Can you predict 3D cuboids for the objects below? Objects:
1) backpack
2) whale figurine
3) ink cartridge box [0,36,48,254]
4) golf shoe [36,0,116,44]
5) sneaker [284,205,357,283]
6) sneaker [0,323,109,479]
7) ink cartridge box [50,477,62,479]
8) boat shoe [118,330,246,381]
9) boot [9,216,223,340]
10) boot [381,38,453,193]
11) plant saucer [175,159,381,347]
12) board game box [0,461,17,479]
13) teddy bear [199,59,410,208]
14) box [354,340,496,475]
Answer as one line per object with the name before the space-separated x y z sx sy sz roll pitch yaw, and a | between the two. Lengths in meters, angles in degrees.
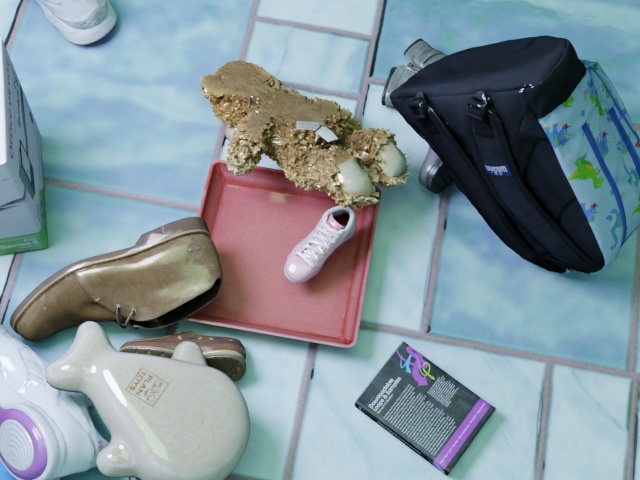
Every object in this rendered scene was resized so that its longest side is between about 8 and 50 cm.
backpack | 0.311 -0.110 1.523 0.273 0.290 0.355 -39 113 -29
whale figurine | -0.227 0.224 1.441 0.272 0.141 0.216 32 57 0
ink cartridge box | -0.464 -0.123 1.526 0.115 0.273 0.198 -7 67 -5
golf shoe | -0.450 -0.441 1.743 0.306 0.140 0.115 36 71 14
sneaker | 0.000 0.000 1.549 0.051 0.070 0.134 43 72 13
sneaker | -0.398 0.211 1.485 0.305 0.152 0.114 46 114 33
ink cartridge box | -0.452 0.446 1.389 0.333 0.065 0.165 -23 69 -13
boat shoe | -0.191 0.160 1.533 0.178 0.064 0.060 3 35 -2
boot | -0.280 0.081 1.514 0.305 0.112 0.115 -25 70 1
boot | 0.163 -0.193 1.701 0.161 0.083 0.246 20 66 20
plant saucer | -0.057 0.023 1.601 0.259 0.047 0.258 9 66 3
board game box | -0.442 0.296 1.447 0.133 0.033 0.168 27 37 11
teddy bear | -0.030 -0.144 1.619 0.338 0.113 0.245 20 42 11
box | 0.144 0.231 1.526 0.162 0.029 0.116 37 69 12
